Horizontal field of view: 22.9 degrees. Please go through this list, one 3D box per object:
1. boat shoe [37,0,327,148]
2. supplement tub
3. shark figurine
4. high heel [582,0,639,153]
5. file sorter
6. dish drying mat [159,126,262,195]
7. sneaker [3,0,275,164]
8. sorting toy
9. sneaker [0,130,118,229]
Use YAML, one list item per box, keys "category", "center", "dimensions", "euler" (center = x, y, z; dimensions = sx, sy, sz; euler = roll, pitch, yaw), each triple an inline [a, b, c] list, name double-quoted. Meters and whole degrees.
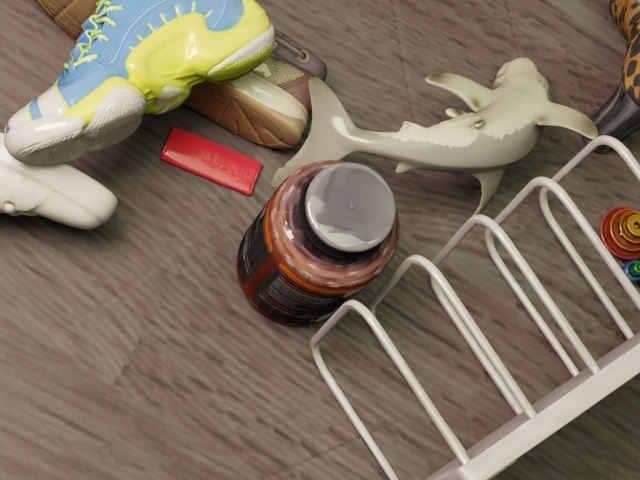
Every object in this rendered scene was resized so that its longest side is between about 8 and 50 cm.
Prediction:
- category: "boat shoe"
  center: [-0.122, -0.185, 1.327]
  dimensions: [0.285, 0.103, 0.092]
  euler: [33, 65, -7]
- category: "supplement tub"
  center: [0.000, 0.000, 1.250]
  dimensions: [0.106, 0.198, 0.106]
  euler: [3, 75, -13]
- category: "shark figurine"
  center: [0.112, -0.069, 1.328]
  dimensions: [0.278, 0.116, 0.166]
  euler: [-16, 40, -34]
- category: "high heel"
  center: [0.319, -0.212, 1.393]
  dimensions: [0.093, 0.186, 0.261]
  euler: [24, 71, -6]
- category: "file sorter"
  center: [0.152, 0.070, 1.274]
  dimensions: [0.277, 0.193, 0.173]
  euler: [-32, 82, -20]
- category: "dish drying mat"
  center: [-0.093, -0.068, 1.347]
  dimensions: [0.083, 0.008, 0.032]
  euler: [22, 71, -8]
- category: "sneaker"
  center: [-0.157, -0.150, 1.217]
  dimensions: [0.240, 0.091, 0.126]
  euler: [-28, 85, -30]
- category: "sorting toy"
  center: [0.291, 0.013, 1.401]
  dimensions: [0.102, 0.042, 0.061]
  euler: [43, 70, 0]
- category: "sneaker"
  center: [-0.310, -0.043, 1.248]
  dimensions: [0.290, 0.106, 0.123]
  euler: [19, 84, -2]
